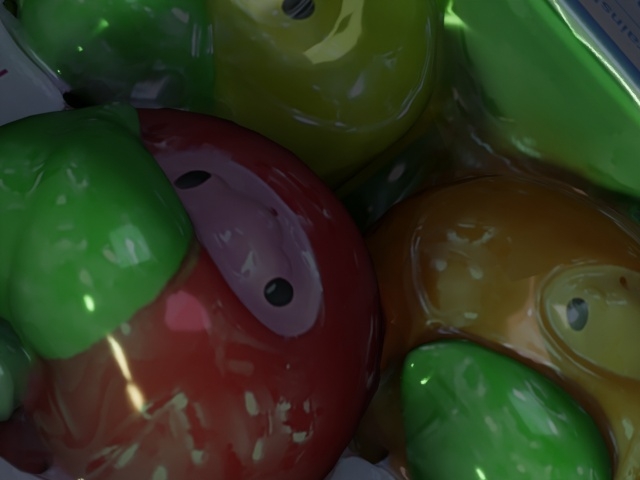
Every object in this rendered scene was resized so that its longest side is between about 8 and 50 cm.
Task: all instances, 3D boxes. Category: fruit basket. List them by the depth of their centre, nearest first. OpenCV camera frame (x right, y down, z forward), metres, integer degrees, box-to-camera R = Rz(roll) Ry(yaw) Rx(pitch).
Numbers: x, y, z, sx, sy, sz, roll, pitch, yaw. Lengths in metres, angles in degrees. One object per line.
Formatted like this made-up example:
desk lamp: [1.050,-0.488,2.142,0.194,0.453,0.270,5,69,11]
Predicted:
fruit basket: [0.000,0.000,0.518,0.327,0.165,0.353,49,34,0]
